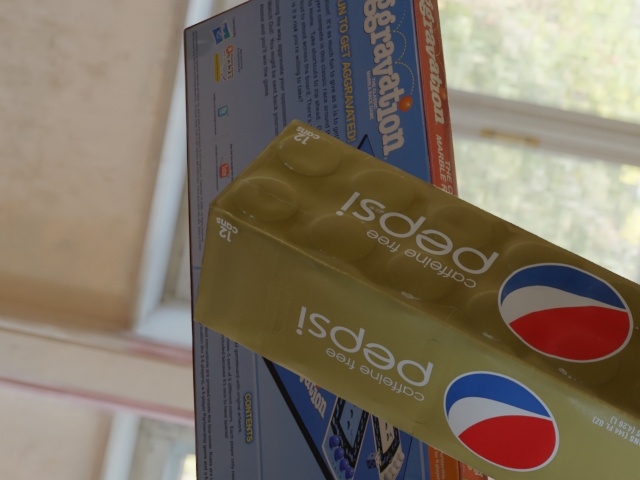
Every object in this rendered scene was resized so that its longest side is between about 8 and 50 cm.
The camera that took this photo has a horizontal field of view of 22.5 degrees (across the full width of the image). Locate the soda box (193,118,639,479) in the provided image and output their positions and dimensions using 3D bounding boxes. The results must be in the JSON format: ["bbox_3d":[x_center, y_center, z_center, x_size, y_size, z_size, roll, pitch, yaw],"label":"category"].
[{"bbox_3d":[0.049,0.030,0.549,0.061,0.181,0.058,-48,157,-43],"label":"soda box"}]

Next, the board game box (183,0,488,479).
[{"bbox_3d":[0.000,0.000,0.764,0.027,0.145,0.281,26,53,-48],"label":"board game box"}]
